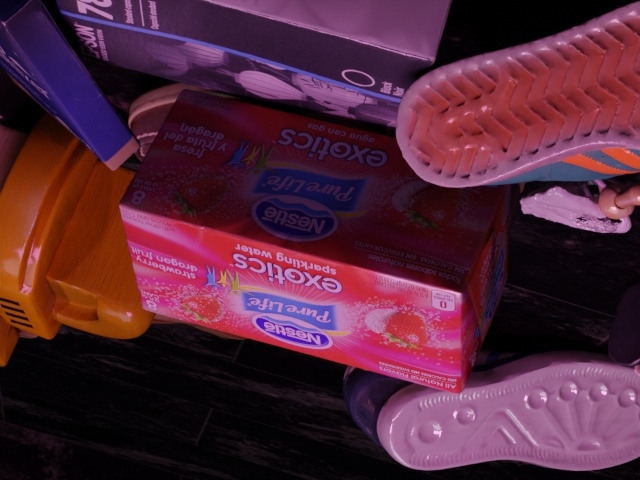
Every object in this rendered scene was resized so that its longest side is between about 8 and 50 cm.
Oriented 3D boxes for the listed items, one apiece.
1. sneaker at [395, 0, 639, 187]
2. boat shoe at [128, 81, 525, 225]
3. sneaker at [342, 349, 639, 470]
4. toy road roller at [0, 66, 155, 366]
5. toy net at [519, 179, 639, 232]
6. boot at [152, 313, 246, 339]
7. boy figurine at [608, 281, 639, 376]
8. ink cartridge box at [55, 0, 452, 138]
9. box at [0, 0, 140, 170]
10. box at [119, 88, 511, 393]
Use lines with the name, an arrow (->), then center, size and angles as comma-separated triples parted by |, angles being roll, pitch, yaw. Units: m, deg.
sneaker -> 0.204, -0.096, 1.180 | 0.302, 0.108, 0.121 | -6, -178, 32
boat shoe -> -0.008, -0.045, 1.460 | 0.342, 0.123, 0.123 | 10, 162, 20
sneaker -> 0.184, 0.153, 1.970 | 0.322, 0.130, 0.236 | -4, -164, -13
toy road roller -> -0.235, 0.002, 1.638 | 0.240, 0.202, 0.329 | 21, 164, 6
toy net -> 0.265, -0.029, 1.410 | 0.232, 0.045, 0.122 | 4, 161, 38
boot -> -0.055, 0.051, 1.881 | 0.269, 0.089, 0.236 | 0, 169, 45
boy figurine -> 0.387, 0.132, 1.715 | 0.177, 0.092, 0.285 | -1, 157, 43
ink cartridge box -> -0.080, -0.160, 1.277 | 0.332, 0.065, 0.165 | 16, 164, 4
box -> -0.219, -0.153, 1.324 | 0.136, 0.036, 0.225 | 40, 168, 34
box -> 0.000, 0.000, 1.327 | 0.257, 0.123, 0.128 | 14, 144, 15
